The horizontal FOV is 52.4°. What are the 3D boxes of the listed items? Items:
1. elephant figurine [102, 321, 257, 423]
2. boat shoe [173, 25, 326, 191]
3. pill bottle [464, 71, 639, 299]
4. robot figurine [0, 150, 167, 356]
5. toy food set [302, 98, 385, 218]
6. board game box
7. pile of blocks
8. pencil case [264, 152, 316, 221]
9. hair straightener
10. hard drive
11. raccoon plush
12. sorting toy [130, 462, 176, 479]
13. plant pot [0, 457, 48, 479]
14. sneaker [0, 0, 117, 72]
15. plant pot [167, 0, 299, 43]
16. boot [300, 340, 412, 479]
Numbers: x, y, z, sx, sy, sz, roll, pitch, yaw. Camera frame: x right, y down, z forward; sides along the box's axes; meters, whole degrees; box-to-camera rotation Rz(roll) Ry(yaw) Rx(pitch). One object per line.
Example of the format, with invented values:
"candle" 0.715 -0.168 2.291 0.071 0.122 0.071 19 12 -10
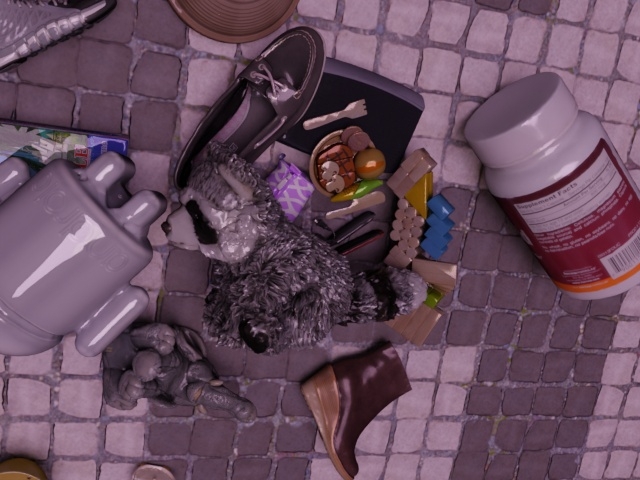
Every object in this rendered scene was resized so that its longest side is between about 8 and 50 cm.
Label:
"elephant figurine" -0.252 0.234 1.138 0.169 0.186 0.239 -28 145 28
"boat shoe" -0.113 -0.193 1.027 0.112 0.095 0.335 43 110 4
"pill bottle" 0.447 -0.096 1.203 0.224 0.224 0.392 -41 111 -2
"robot figurine" -0.388 0.024 0.935 0.353 0.200 0.300 -42 93 -2
"toy food set" 0.046 -0.128 1.100 0.132 0.038 0.192 -20 118 -8
"board game box" -0.483 -0.031 1.036 0.317 0.066 0.319 5 103 -17
"pile of blocks" 0.199 0.009 1.211 0.148 0.112 0.363 11 108 25
"pencil case" -0.092 -0.045 1.133 0.086 0.088 0.206 36 94 -1
"hair straightener" 0.000 0.000 1.202 0.230 0.047 0.089 -25 110 -4
"hard drive" 0.051 -0.210 1.123 0.254 0.054 0.172 13 112 -26
"raccoon plush" -0.031 -0.013 1.045 0.446 0.216 0.299 -12 109 -39
"sorting toy" -0.326 0.467 1.233 0.083 0.045 0.075 19 106 -20
"plant pot" -0.534 0.435 1.133 0.134 0.095 0.134 -4 105 -16
"sneaker" -0.428 -0.350 0.958 0.228 0.086 0.132 -30 108 -6
"plant pot" -0.130 -0.429 1.008 0.237 0.110 0.238 -4 105 -16
"boot" 0.092 0.341 1.290 0.206 0.090 0.249 -23 106 -7
